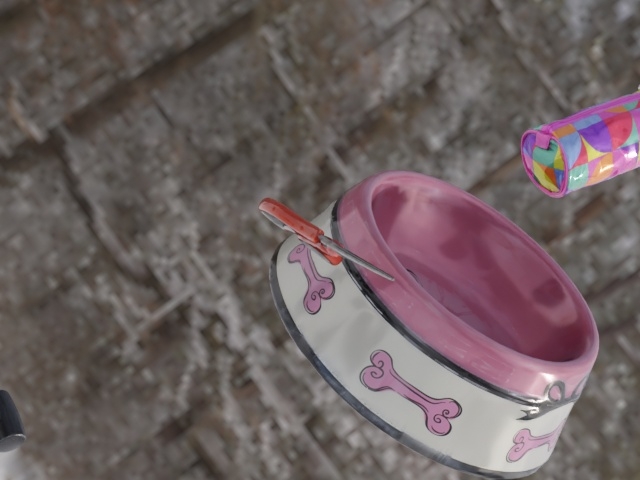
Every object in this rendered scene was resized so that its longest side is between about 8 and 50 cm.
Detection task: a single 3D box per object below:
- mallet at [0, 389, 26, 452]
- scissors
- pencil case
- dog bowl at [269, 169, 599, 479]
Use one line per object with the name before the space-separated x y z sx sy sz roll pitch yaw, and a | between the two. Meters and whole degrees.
mallet | -0.366 0.157 1.883 0.190 0.039 0.062 46 14 -52
scissors | 0.000 0.000 1.868 0.109 0.021 0.297 40 -3 -12
pencil case | 0.366 -0.135 2.318 0.104 0.236 0.104 42 -35 39
dog bowl | 0.150 0.080 2.168 0.408 0.150 0.408 28 28 -16
